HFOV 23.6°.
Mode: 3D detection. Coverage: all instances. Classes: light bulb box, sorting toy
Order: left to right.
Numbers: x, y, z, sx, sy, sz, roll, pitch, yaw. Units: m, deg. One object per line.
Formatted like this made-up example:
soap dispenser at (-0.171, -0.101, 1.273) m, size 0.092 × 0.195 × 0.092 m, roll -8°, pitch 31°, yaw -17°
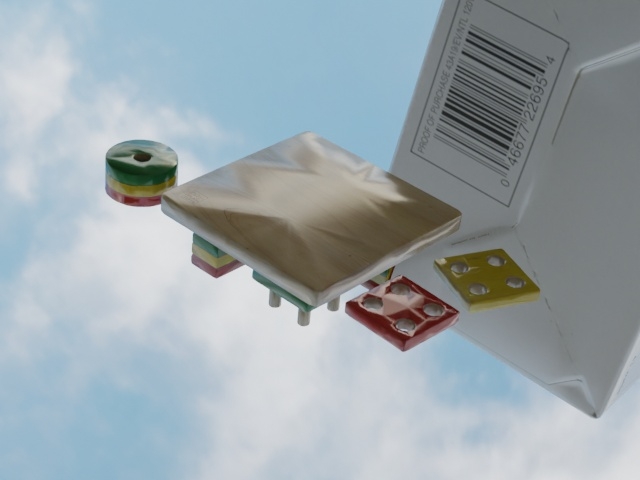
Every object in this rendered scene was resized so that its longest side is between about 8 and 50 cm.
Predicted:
sorting toy at (0.000, 0.000, 0.931) m, size 0.274 × 0.046 × 0.132 m, roll 30°, pitch -140°, yaw 33°
light bulb box at (0.254, -0.121, 1.155) m, size 0.225 × 0.358 × 0.361 m, roll 32°, pitch -143°, yaw 22°
